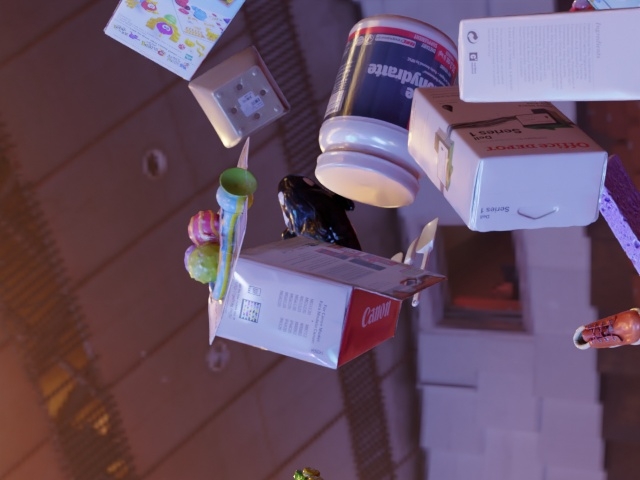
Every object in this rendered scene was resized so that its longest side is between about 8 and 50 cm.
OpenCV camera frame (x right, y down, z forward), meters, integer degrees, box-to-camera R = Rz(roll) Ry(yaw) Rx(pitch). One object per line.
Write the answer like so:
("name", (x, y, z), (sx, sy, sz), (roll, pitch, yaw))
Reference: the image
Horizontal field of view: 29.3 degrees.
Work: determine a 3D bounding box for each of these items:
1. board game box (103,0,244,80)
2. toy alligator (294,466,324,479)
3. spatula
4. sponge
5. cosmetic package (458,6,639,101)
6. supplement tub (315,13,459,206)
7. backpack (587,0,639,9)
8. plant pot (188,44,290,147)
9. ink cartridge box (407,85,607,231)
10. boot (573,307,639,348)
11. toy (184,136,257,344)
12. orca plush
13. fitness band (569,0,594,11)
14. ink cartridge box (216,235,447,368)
("board game box", (-0.169, -0.377, 1.690), (0.144, 0.275, 0.142), (29, -128, -14))
("toy alligator", (0.000, 0.417, 1.983), (0.051, 0.189, 0.056), (14, -82, -16))
("spatula", (0.167, 0.070, 2.413), (0.019, 0.168, 0.242), (38, -140, -16))
("sponge", (0.479, -0.025, 1.869), (0.210, 0.031, 0.117), (59, -147, -2))
("cosmetic package", (0.252, -0.169, 1.115), (0.117, 0.231, 0.085), (-14, -75, -47))
("supplement tub", (0.108, -0.210, 1.992), (0.191, 0.191, 0.272), (37, -116, -51))
("backpack", (0.463, -0.373, 1.691), (0.166, 0.188, 0.144), (47, -165, -7))
("plant pot", (-0.105, -0.194, 1.677), (0.109, 0.096, 0.109), (-32, -76, -4))
("ink cartridge box", (0.214, -0.102, 1.430), (0.160, 0.219, 0.093), (-5, -62, -15))
("boot", (0.490, 0.155, 2.065), (0.084, 0.158, 0.059), (-5, -105, -18))
("toy", (-0.127, 0.001, 1.439), (0.237, 0.056, 0.137), (116, 159, -49))
("orca plush", (0.000, 0.000, 2.254), (0.102, 0.151, 0.287), (19, -127, -78))
("fitness band", (0.547, -0.370, 2.183), (0.054, 0.209, 0.291), (-60, -12, 26))
("ink cartridge box", (0.023, 0.095, 1.870), (0.309, 0.272, 0.130), (-14, -64, -69))
